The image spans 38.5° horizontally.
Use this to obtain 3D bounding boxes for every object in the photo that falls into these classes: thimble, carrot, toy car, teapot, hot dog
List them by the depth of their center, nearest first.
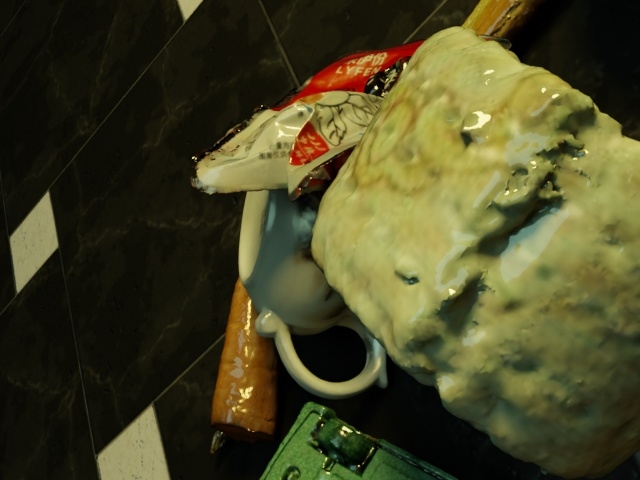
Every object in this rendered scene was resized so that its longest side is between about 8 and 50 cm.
[{"bbox_3d":[0.139,0.005,0.609,0.195,0.291,0.291,-56,43,14],"label":"thimble"},{"bbox_3d":[0.076,0.249,0.700,0.320,0.097,0.141,22,74,41],"label":"toy car"},{"bbox_3d":[0.153,-0.185,0.853,0.216,0.047,0.066,-52,30,18],"label":"hot dog"},{"bbox_3d":[0.000,0.000,0.873,0.204,0.139,0.298,147,130,-67],"label":"teapot"},{"bbox_3d":[-0.073,0.102,0.947,0.072,0.072,0.205,-15,64,42],"label":"carrot"}]

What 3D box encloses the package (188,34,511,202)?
[{"bbox_3d":[0.021,-0.107,0.779,0.194,0.269,0.071,15,127,35],"label":"package"}]

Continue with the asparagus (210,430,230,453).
[{"bbox_3d":[-0.077,0.116,0.984,0.023,0.022,0.233,16,81,4],"label":"asparagus"}]
